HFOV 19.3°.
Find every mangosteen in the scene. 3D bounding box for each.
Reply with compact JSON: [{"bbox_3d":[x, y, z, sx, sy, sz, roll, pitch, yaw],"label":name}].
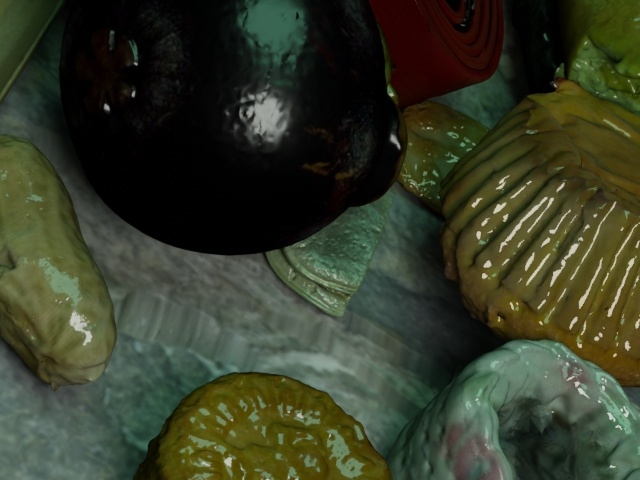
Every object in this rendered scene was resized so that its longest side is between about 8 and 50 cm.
[{"bbox_3d":[-0.048,-0.121,1.458,0.302,0.275,0.275,3,53,-46],"label":"mangosteen"}]

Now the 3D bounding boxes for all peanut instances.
[{"bbox_3d":[-0.208,0.009,1.369,0.099,0.099,0.214,1,56,-30],"label":"peanut"}]

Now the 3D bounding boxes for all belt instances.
[{"bbox_3d":[0.058,-0.279,1.646,0.227,0.115,0.324,9,67,-61],"label":"belt"}]

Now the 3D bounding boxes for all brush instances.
[{"bbox_3d":[-0.279,-0.101,1.448,0.054,0.048,0.282,29,54,-4],"label":"brush"}]

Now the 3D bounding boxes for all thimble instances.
[{"bbox_3d":[0.149,0.191,1.396,0.185,0.149,0.211,30,47,-9],"label":"thimble"}]

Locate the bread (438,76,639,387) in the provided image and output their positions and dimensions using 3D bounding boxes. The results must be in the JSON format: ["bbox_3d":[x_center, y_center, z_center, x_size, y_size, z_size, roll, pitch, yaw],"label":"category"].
[{"bbox_3d":[0.224,-0.003,1.526,0.274,0.149,0.274,19,32,-13],"label":"bread"}]

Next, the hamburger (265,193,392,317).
[{"bbox_3d":[0.001,-0.002,1.527,0.084,0.054,0.121,27,54,-11],"label":"hamburger"}]

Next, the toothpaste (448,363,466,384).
[{"bbox_3d":[0.166,0.147,1.528,0.140,0.021,0.037,31,44,-2],"label":"toothpaste"}]

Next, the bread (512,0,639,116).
[{"bbox_3d":[0.314,-0.227,1.762,0.251,0.208,0.377,5,49,-8],"label":"bread"}]

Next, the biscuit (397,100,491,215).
[{"bbox_3d":[0.168,-0.039,1.667,0.247,0.029,0.118,31,47,-6],"label":"biscuit"}]

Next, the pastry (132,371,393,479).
[{"bbox_3d":[-0.040,0.191,1.315,0.188,0.103,0.189,16,50,-20],"label":"pastry"}]
